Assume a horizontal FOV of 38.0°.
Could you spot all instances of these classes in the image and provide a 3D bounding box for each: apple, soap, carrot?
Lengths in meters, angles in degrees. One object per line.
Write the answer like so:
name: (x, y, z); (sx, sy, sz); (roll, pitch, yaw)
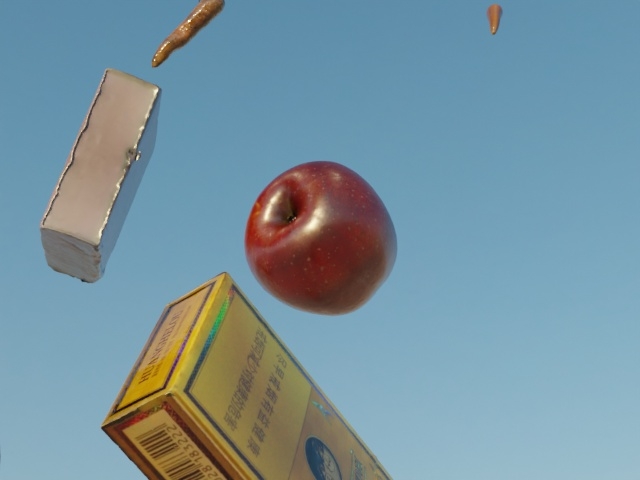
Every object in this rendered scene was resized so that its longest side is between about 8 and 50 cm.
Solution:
apple: (0.000, 0.000, 1.346); (0.218, 0.218, 0.201); (-19, -29, 32)
soap: (-0.363, -0.096, 1.561); (0.107, 0.296, 0.285); (21, -20, -6)
carrot: (-0.212, -0.333, 1.479); (0.036, 0.165, 0.035); (41, -9, 8)
carrot: (0.360, -0.461, 1.928); (0.035, 0.142, 0.035); (5, -57, 9)

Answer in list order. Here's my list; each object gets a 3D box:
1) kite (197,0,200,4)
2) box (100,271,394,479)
kite: (-0.198, -0.502, 1.706); (0.005, 0.152, 0.137); (19, -4, -8)
box: (-0.049, 0.202, 0.862); (0.084, 0.193, 0.301); (-29, -70, 23)
